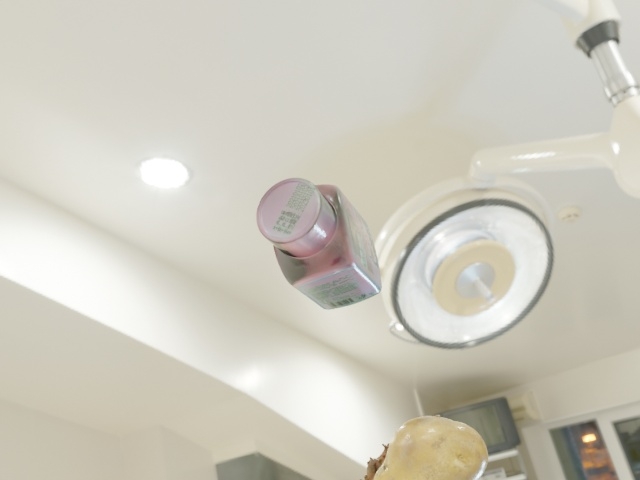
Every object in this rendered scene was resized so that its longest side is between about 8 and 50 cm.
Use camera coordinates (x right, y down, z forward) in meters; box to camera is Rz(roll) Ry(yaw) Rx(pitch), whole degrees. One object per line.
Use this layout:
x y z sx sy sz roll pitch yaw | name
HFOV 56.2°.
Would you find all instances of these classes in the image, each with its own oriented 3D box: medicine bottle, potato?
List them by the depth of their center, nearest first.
0.075 0.157 0.421 0.068 0.062 0.083 33 -81 -22 | potato
0.000 0.000 0.728 0.094 0.119 0.188 -20 -29 15 | medicine bottle

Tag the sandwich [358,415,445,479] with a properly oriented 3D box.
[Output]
0.181 0.478 1.131 0.250 0.301 0.162 26 -16 -12 | sandwich
